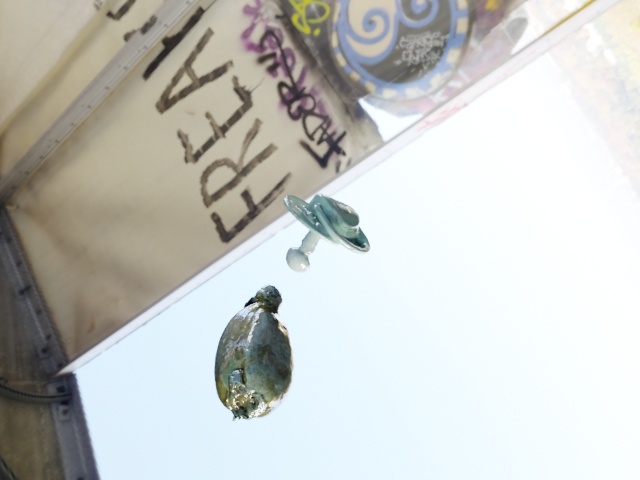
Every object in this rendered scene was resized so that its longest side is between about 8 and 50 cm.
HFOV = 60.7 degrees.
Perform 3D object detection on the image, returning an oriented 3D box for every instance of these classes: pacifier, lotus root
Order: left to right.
[{"bbox_3d":[-0.071,0.124,0.604,0.088,0.088,0.165,40,-147,-31],"label":"lotus root"},{"bbox_3d":[0.000,0.000,0.744,0.126,0.117,0.150,42,-166,27],"label":"pacifier"}]
